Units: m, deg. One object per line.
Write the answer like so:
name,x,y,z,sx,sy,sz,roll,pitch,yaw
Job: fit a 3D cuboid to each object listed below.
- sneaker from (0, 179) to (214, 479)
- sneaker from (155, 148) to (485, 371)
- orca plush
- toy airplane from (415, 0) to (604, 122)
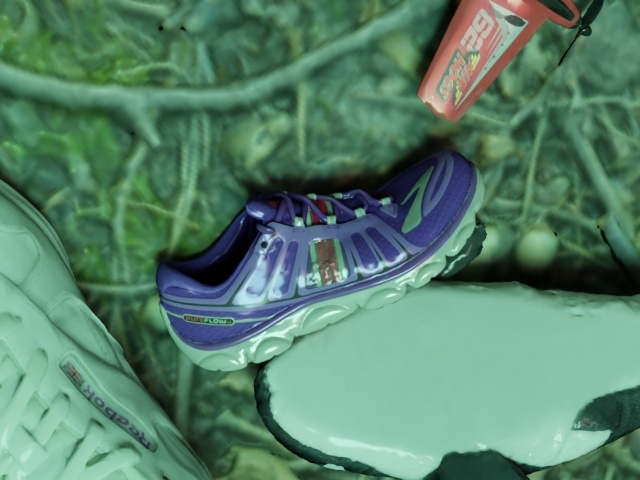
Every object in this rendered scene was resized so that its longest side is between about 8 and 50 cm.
sneaker,-0.116,0.078,0.566,0.114,0.152,0.305,-43,124,-9
sneaker,0.000,0.000,0.624,0.170,0.068,0.071,-28,116,-4
orca plush,0.100,0.063,0.701,0.287,0.102,0.151,-25,77,-19
toy airplane,0.073,-0.132,0.604,0.151,0.028,0.151,-8,116,-17
